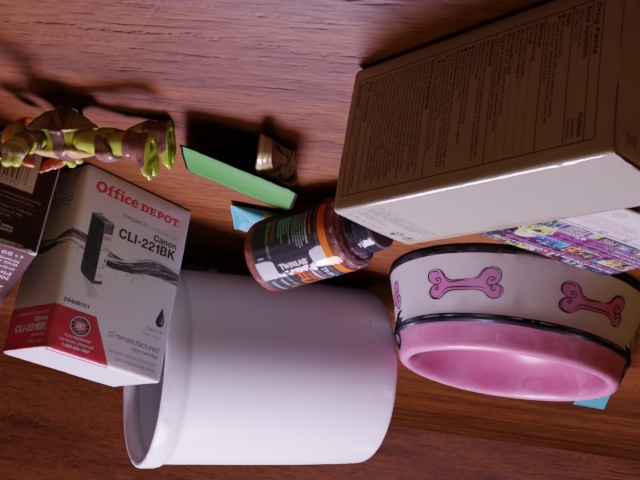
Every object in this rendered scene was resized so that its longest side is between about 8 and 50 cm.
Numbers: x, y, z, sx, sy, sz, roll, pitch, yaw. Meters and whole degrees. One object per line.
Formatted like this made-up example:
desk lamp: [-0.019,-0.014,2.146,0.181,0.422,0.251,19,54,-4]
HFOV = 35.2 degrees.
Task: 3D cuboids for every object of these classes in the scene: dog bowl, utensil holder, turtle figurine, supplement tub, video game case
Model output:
dog bowl: [0.301,0.144,1.589,0.408,0.150,0.408,9,163,3]
utensil holder: [-0.109,0.217,1.688,0.386,0.327,0.327,6,165,-22]
turtle figurine: [-0.288,-0.121,1.210,0.217,0.087,0.269,4,-177,9]
supplement tub: [0.000,0.000,1.361,0.198,0.106,0.106,-17,149,35]
video game case: [0.331,-0.021,1.241,0.232,0.041,0.210,17,161,-20]

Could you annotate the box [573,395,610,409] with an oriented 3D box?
box: [0.499,0.232,1.828,0.060,0.100,0.244,7,162,13]

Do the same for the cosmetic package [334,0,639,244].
cosmetic package: [0.163,-0.101,0.903,0.113,0.160,0.309,23,159,-38]

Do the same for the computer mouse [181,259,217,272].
computer mouse: [-0.230,0.067,1.808,0.184,0.060,0.262,-18,145,42]

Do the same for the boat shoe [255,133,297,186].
boat shoe: [-0.052,-0.096,1.220,0.045,0.050,0.135,5,172,5]

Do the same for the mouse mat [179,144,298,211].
mouse mat: [-0.103,-0.076,1.270,0.153,0.007,0.189,22,172,-3]

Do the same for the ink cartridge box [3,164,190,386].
ink cartridge box: [-0.314,0.053,1.454,0.114,0.272,0.197,-12,152,41]

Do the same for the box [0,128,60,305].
box: [-0.469,-0.036,1.359,0.169,0.167,0.203,20,146,-22]

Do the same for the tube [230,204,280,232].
tube: [-0.029,-0.011,1.473,0.207,0.052,0.080,14,151,6]
